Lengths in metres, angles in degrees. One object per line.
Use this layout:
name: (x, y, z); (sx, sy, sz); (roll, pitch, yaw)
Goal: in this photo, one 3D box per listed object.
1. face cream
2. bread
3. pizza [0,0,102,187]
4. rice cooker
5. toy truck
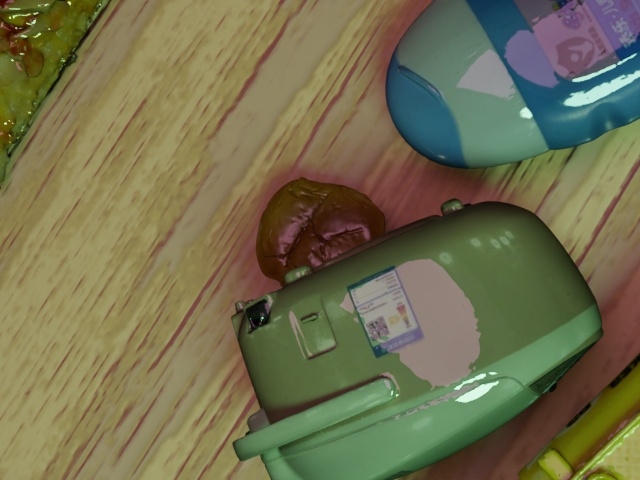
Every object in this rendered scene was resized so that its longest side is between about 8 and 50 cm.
face cream: (0.158, -0.135, 0.690); (0.264, 0.083, 0.149); (-30, 61, 9)
bread: (0.000, 0.000, 0.725); (0.081, 0.046, 0.083); (-40, 62, 1)
pizza: (-0.299, -0.156, 0.880); (0.251, 0.074, 0.288); (22, 79, 28)
rice cooker: (0.046, 0.058, 0.629); (0.206, 0.145, 0.127); (-21, 83, 14)
toy truck: (0.152, 0.126, 0.586); (0.227, 0.114, 0.098); (-44, 63, 2)
